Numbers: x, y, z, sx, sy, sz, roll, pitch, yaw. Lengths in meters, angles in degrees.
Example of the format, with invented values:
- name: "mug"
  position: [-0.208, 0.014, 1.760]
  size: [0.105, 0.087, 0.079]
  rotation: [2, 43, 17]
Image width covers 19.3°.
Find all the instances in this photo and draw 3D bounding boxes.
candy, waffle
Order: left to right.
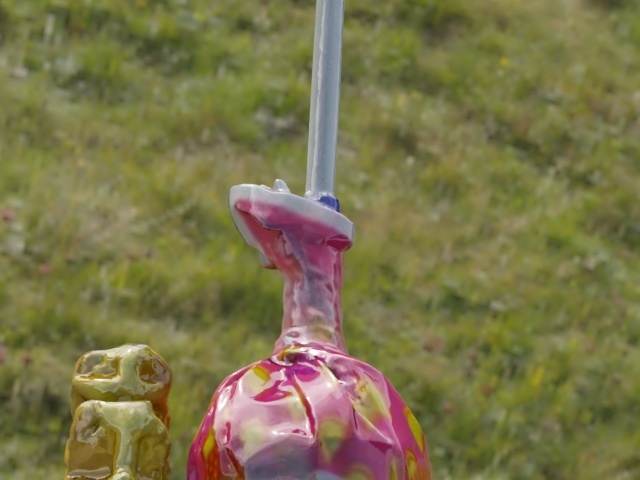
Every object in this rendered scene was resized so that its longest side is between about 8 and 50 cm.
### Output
- name: "waffle"
  position: [-0.099, 0.153, 0.913]
  size: [0.055, 0.210, 0.160]
  rotation: [4, 12, -6]
- name: "candy"
  position: [0.000, 0.000, 0.942]
  size: [0.124, 0.124, 0.365]
  rotation: [8, 71, -15]
